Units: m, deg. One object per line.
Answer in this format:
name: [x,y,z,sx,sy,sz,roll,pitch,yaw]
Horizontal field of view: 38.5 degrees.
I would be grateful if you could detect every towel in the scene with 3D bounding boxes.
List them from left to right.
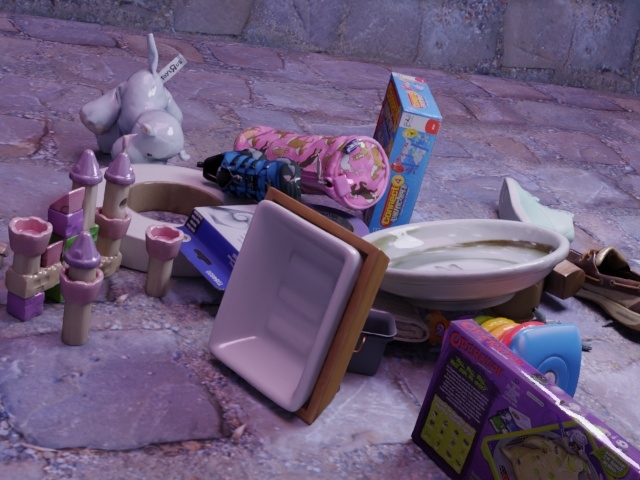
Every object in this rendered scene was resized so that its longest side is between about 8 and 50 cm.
towel: [0.045,0.114,1.633,0.282,0.049,0.187,11,13,-6]

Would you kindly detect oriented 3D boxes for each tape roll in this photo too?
tape roll: [-0.300,-0.048,1.829,0.391,0.072,0.392,10,25,-5]
tape roll: [0.000,0.000,1.859,0.188,0.080,0.189,11,24,-5]

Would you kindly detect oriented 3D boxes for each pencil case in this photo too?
pencil case: [-0.032,-0.164,2.005,0.386,0.160,0.167,14,-16,48]

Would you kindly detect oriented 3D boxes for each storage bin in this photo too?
storage bin: [0.049,0.168,1.507,0.135,0.091,0.098,10,25,-5]

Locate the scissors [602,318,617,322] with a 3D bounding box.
scissors: [0.687,0.149,1.947,0.297,0.021,0.109,0,29,-24]

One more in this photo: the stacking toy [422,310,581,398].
stacking toy: [0.270,0.182,1.541,0.165,0.175,0.302,-2,17,-35]

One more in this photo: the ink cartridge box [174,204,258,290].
ink cartridge box: [-0.139,0.006,1.656,0.224,0.045,0.223,-7,34,-39]

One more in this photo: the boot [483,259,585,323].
boot: [0.371,0.066,1.873,0.283,0.109,0.220,-20,31,-32]

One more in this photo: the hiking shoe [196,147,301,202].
hiking shoe: [-0.138,-0.114,1.833,0.132,0.113,0.304,-8,15,-26]

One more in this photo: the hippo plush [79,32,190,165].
hippo plush: [-0.371,-0.247,2.065,0.234,0.294,0.237,31,23,-53]

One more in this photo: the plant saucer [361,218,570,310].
plant saucer: [0.247,0.050,1.667,0.400,0.101,0.400,-4,13,1]

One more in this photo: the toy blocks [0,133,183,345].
toy blocks: [-0.420,-0.033,1.512,0.308,0.260,0.288,22,26,19]

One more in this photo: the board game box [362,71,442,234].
board game box: [0.174,-0.195,2.090,0.086,0.302,0.308,12,24,-7]

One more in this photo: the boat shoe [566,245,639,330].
boat shoe: [0.601,0.068,1.926,0.123,0.123,0.342,-3,23,-22]

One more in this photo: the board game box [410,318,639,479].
board game box: [0.268,0.281,1.228,0.056,0.208,0.347,-6,31,-34]

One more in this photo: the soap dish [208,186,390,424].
soap dish: [-0.032,0.096,1.404,0.229,0.291,0.118,30,16,34]

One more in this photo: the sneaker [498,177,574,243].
sneaker: [0.528,-0.064,2.228,0.151,0.094,0.256,2,36,-9]

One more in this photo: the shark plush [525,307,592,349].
shark plush: [0.434,0.191,1.727,0.161,0.073,0.067,24,38,-26]
